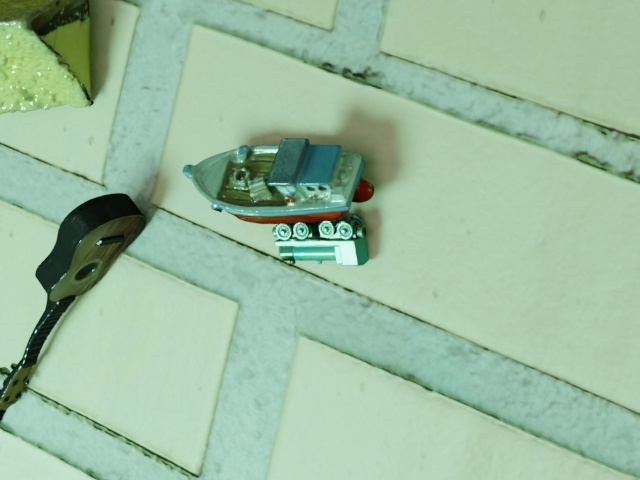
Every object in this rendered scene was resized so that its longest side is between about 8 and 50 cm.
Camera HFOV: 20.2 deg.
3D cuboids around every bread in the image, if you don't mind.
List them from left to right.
[{"bbox_3d":[-0.294,-0.178,1.655,0.147,0.152,0.127,1,96,23],"label":"bread"}]

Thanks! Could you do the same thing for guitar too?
[{"bbox_3d":[-0.252,0.061,1.698,0.038,0.084,0.271,50,124,22],"label":"guitar"}]

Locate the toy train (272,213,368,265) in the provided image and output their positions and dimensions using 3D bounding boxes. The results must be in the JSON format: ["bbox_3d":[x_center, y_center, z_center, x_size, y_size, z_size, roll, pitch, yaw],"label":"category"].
[{"bbox_3d":[0.000,0.000,1.554,0.092,0.029,0.045,-1,103,31],"label":"toy train"}]

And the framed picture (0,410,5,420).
[{"bbox_3d":[-0.439,0.212,1.855,0.192,0.018,0.265,41,113,22],"label":"framed picture"}]

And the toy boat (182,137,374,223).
[{"bbox_3d":[-0.040,-0.053,1.542,0.173,0.059,0.069,2,59,32],"label":"toy boat"}]
